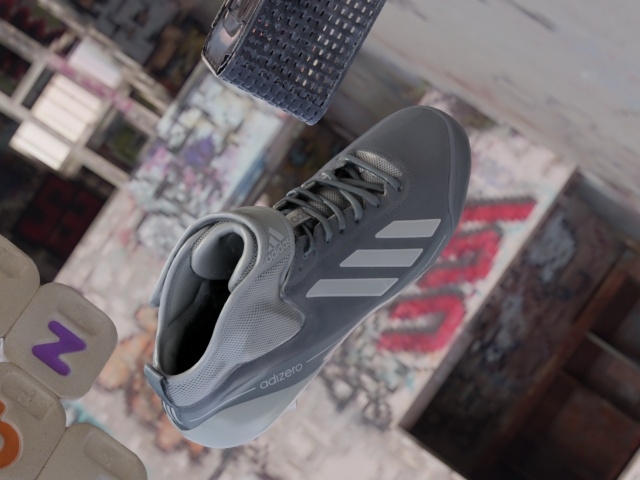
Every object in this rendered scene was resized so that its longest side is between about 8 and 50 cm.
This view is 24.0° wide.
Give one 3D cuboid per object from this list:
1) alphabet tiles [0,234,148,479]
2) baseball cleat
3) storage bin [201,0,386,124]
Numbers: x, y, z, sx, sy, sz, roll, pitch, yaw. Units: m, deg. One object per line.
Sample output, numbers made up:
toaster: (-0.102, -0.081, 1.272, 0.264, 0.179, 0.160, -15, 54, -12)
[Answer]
alphabet tiles: (-0.225, 0.088, 0.770, 0.284, 0.021, 0.278, 39, -138, -12)
baseball cleat: (0.000, 0.000, 0.678, 0.072, 0.206, 0.109, 24, 156, 27)
storage bin: (-0.008, -0.191, 1.127, 0.084, 0.180, 0.122, 27, -171, -18)
